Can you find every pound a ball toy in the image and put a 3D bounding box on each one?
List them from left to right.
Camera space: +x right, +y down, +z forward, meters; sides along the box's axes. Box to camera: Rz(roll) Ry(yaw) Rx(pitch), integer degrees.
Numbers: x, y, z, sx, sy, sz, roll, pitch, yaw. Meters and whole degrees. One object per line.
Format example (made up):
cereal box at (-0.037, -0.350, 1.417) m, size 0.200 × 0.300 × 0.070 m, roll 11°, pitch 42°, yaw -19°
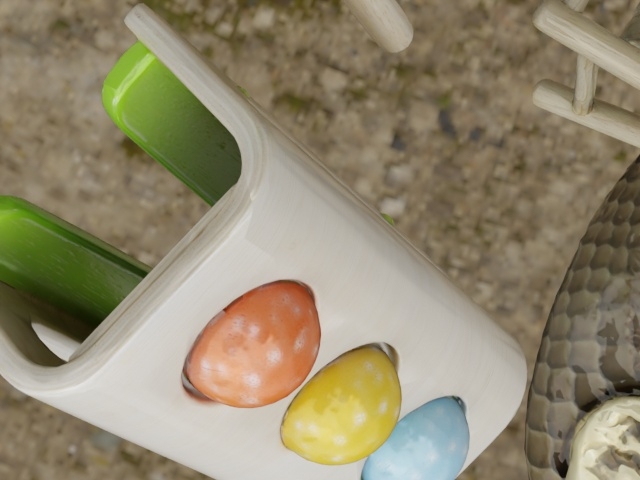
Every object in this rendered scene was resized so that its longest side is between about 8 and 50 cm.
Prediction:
pound a ball toy at (0.000, 0.000, 0.685) m, size 0.136 × 0.208 × 0.319 m, roll 47°, pitch -176°, yaw 31°

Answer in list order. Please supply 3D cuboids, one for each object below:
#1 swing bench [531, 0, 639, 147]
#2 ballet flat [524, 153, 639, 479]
swing bench at (0.287, -0.149, 0.974) m, size 0.254 × 0.253 × 0.165 m, roll 27°, pitch 173°, yaw 11°
ballet flat at (0.125, -0.017, 0.353) m, size 0.084 × 0.058 × 0.250 m, roll 34°, pitch 114°, yaw -7°
